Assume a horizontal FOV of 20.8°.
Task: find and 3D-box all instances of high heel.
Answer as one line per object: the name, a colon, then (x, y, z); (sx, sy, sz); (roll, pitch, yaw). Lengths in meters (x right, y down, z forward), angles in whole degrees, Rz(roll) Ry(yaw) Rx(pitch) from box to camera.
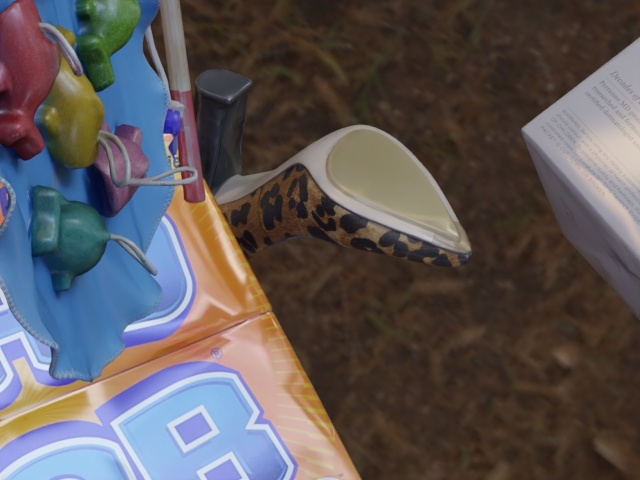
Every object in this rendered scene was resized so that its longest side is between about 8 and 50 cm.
high heel: (0.000, 0.000, 1.323); (0.093, 0.261, 0.186); (-34, 145, -40)

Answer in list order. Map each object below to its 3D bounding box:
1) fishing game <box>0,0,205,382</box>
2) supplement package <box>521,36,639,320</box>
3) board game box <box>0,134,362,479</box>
fishing game: (-0.068, -0.051, 0.537); (0.041, 0.264, 0.189); (-4, 104, 11)
supplement package: (0.315, -0.071, 1.187); (0.293, 0.175, 0.177); (-38, 151, -1)
board game box: (-0.236, 0.170, 1.161); (0.356, 0.356, 0.356); (-21, 166, -31)
